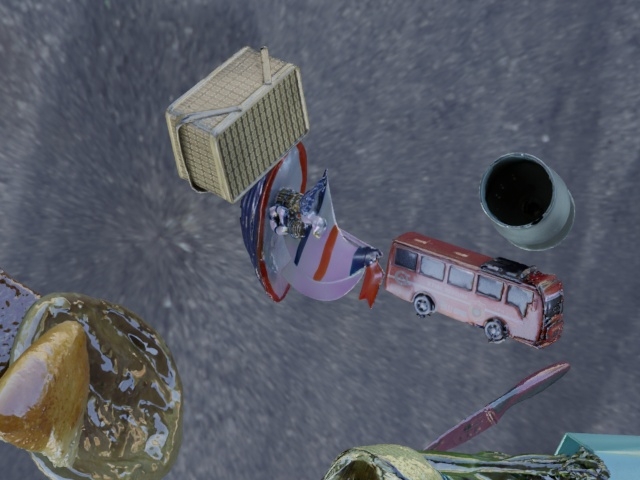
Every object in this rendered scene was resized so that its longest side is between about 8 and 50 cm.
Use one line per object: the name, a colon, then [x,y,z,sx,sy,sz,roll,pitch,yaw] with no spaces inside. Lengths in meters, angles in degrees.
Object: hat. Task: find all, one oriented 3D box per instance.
hat: [0.040,0.145,0.734,0.077,0.059,0.076,45,122,25]

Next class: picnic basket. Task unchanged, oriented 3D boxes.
picnic basket: [-0.093,-0.135,1.598,0.079,0.115,0.164,26,55,31]

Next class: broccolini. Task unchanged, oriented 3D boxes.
broccolini: [0.160,0.195,1.201,0.203,0.091,0.068,22,48,-20]

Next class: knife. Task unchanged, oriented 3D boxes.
knife: [0.200,0.196,1.602,0.247,0.018,0.035,-26,135,-30]

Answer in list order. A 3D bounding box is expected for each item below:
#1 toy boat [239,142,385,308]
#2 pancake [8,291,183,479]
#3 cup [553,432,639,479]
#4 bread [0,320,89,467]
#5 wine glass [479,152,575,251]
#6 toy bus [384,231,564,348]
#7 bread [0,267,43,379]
toy boat: [-0.014,0.015,1.863,0.072,0.318,0.219,-4,133,-36]
pancake: [-0.277,0.202,1.785,0.049,0.294,0.294,-19,93,34]
cup: [0.445,0.326,1.899,0.236,0.134,0.148,-2,76,-22]
bread: [-0.257,0.141,1.335,0.054,0.154,0.136,10,70,21]
wine glass: [0.249,-0.045,1.677,0.103,0.231,0.103,-1,86,14]
toy bus: [0.190,0.062,1.728,0.235,0.073,0.096,17,114,32]
bread: [-0.512,0.218,1.774,0.165,0.113,0.416,33,67,15]
